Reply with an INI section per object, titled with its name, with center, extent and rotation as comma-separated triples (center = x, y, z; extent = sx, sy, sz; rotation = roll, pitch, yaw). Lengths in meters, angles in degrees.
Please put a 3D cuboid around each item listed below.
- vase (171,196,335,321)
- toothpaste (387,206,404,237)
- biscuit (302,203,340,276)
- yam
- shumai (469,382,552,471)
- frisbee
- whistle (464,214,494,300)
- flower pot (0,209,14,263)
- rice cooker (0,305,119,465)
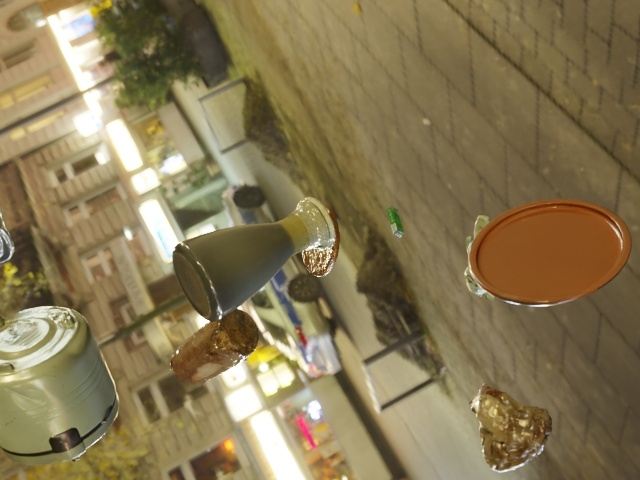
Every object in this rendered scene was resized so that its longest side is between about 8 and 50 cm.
[vase]
center = -0.130, 0.022, 1.668
extent = 0.173, 0.321, 0.173
rotation = 41, 147, 35
[toothpaste]
center = 0.163, -0.041, 1.766
extent = 0.020, 0.017, 0.083
rotation = 26, -147, -27
[biscuit]
center = 0.001, 0.000, 2.075
extent = 0.188, 0.027, 0.188
rotation = -10, 79, 60
[yam]
center = -0.244, 0.250, 1.898
extent = 0.128, 0.238, 0.129
rotation = 27, -132, -25
[shumai]
center = 0.410, 0.417, 1.840
extent = 0.175, 0.166, 0.206
rotation = 36, 140, -3
[frisbee]
center = 0.359, 0.016, 1.277
extent = 0.251, 0.251, 0.021
rotation = 52, 168, 54
[whistle]
center = 0.416, 0.046, 2.106
extent = 0.114, 0.077, 0.235
rotation = 37, 138, 49
[flower pot]
center = -0.674, -0.049, 1.533
extent = 0.108, 0.103, 0.229
rotation = 55, 170, 34
[rice cooker]
center = -0.467, 0.248, 1.365
extent = 0.226, 0.226, 0.244
rotation = -128, 20, -55
